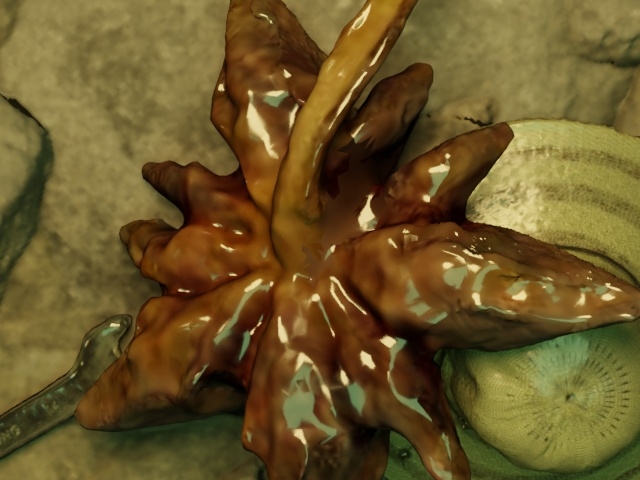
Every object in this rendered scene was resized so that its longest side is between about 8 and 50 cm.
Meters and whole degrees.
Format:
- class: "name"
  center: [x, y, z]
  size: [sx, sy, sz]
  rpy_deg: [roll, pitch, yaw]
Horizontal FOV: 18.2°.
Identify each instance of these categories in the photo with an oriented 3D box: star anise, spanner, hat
- class: "star anise"
  center: [0.002, 0.001, 1.027]
  size: [0.349, 0.109, 0.292]
  rpy_deg: [-42, 83, 15]
- class: "spanner"
  center: [-0.197, 0.121, 1.138]
  size: [0.254, 0.015, 0.054]
  rpy_deg: [-31, 110, 8]
- class: "hat"
  center: [0.125, 0.068, 1.086]
  size: [0.252, 0.110, 0.252]
  rpy_deg: [-1, 108, -3]
